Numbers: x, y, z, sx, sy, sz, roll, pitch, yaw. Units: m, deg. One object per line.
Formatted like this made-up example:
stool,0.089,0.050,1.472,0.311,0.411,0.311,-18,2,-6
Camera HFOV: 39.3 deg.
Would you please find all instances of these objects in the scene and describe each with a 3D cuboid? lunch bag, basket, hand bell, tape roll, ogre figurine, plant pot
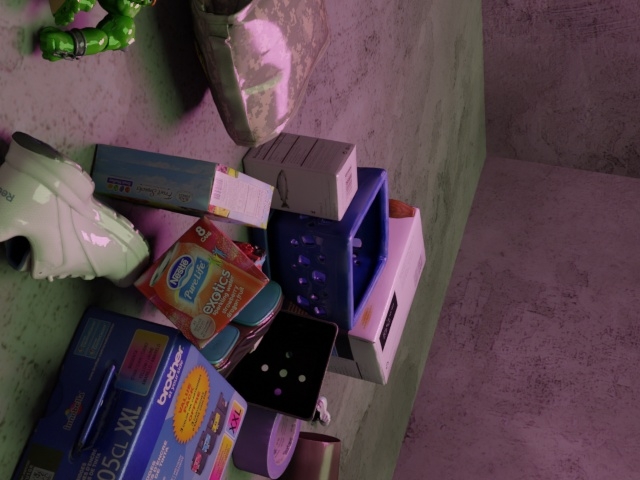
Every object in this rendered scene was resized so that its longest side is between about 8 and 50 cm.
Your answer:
lunch bag,-0.100,-0.312,1.327,0.235,0.168,0.287,81,22,-47
basket,-0.029,0.573,2.103,0.204,0.154,0.227,23,76,-73
hand bell,0.081,-0.079,1.889,0.126,0.242,0.126,12,90,-72
tape roll,-0.107,0.392,1.861,0.189,0.080,0.189,12,90,-72
ogre figurine,-0.249,-0.297,1.018,0.118,0.096,0.197,3,82,-54
plant pot,0.000,0.000,1.740,0.236,0.212,0.236,-59,153,-46
plant pot,-0.077,0.245,1.728,0.167,0.187,0.188,84,22,-71

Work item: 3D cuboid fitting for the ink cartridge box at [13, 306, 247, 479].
ink cartridge box,-0.257,0.272,1.235,0.395,0.151,0.270,63,42,-60

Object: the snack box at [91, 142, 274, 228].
snack box,-0.180,-0.070,1.213,0.207,0.174,0.070,13,88,-71

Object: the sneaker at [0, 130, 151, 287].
sneaker,-0.302,-0.007,1.046,0.129,0.111,0.297,-57,153,-13

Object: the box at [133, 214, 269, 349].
box,-0.159,0.056,1.235,0.128,0.122,0.257,-45,-178,-5

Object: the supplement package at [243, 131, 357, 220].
supplement package,-0.034,-0.119,1.617,0.105,0.179,0.105,-61,155,-44

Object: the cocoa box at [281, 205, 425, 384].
cocoa box,0.076,0.104,2.001,0.231,0.227,0.347,73,33,-56

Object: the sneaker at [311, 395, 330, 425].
sneaker,-0.006,0.450,2.274,0.069,0.038,0.098,-55,141,-48

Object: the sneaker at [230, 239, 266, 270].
sneaker,-0.160,0.088,1.488,0.262,0.104,0.125,-33,133,-65

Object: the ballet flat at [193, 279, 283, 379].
ballet flat,-0.156,0.170,1.578,0.280,0.095,0.096,-45,153,-52
